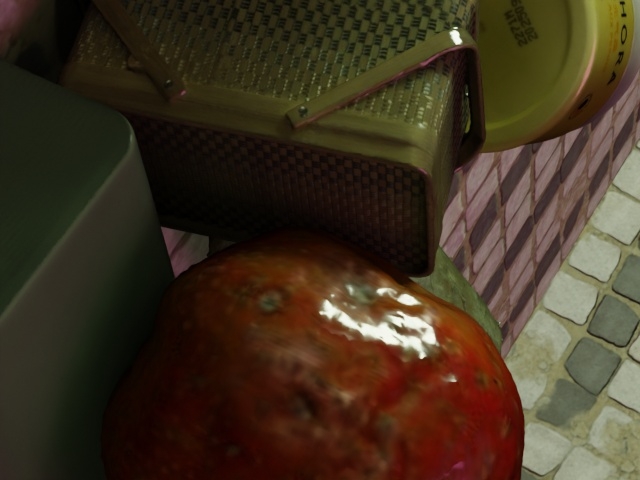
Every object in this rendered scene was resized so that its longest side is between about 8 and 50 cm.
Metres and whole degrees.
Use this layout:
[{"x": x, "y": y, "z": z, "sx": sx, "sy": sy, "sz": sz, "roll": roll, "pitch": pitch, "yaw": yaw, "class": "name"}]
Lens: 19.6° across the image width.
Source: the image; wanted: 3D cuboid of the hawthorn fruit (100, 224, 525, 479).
[{"x": -0.002, "y": 0.124, "z": 1.116, "sx": 0.258, "sy": 0.262, "sz": 0.258, "roll": -23, "pitch": 157, "yaw": -10, "class": "hawthorn fruit"}]

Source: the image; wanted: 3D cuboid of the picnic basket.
[{"x": -0.031, "y": -0.091, "z": 1.170, "sx": 0.165, "sy": 0.266, "sz": 0.139, "roll": 83, "pitch": 20, "yaw": -64, "class": "picnic basket"}]

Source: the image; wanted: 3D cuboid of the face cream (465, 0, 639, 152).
[{"x": 0.169, "y": -0.193, "z": 1.671, "sx": 0.179, "sy": 0.218, "sz": 0.218, "roll": -19, "pitch": 134, "yaw": -65, "class": "face cream"}]

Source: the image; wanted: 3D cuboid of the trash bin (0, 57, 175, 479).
[{"x": -0.198, "y": 0.076, "z": 1.150, "sx": 0.223, "sy": 0.158, "sz": 0.343, "roll": -56, "pitch": 158, "yaw": -28, "class": "trash bin"}]

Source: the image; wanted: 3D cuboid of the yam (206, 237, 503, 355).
[{"x": 0.023, "y": 0.026, "z": 1.559, "sx": 0.304, "sy": 0.168, "sz": 0.168, "roll": 48, "pitch": 67, "yaw": -36, "class": "yam"}]
